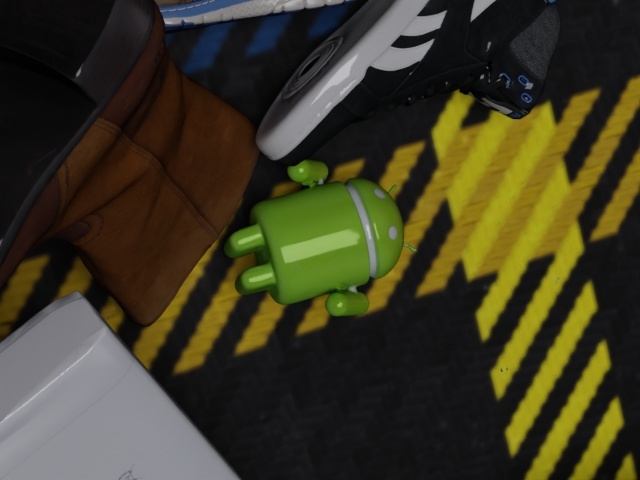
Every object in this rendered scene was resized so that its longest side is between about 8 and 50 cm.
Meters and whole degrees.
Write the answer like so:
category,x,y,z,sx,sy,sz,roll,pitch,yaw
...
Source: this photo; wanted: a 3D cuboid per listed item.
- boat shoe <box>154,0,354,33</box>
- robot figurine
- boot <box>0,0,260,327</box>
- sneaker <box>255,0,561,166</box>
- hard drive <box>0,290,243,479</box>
category,x,y,z,sx,sy,sz,roll,pitch,yaw
boat shoe,-0.068,-0.161,1.043,0.183,0.066,0.066,-12,96,-23
robot figurine,0.000,0.000,1.077,0.115,0.067,0.101,-15,82,-12
boot,-0.148,-0.004,0.944,0.096,0.280,0.264,22,79,17
sneaker,0.070,-0.099,1.066,0.121,0.079,0.217,46,76,-17
hard drive,-0.143,0.198,0.975,0.233,0.047,0.353,-39,142,-6
